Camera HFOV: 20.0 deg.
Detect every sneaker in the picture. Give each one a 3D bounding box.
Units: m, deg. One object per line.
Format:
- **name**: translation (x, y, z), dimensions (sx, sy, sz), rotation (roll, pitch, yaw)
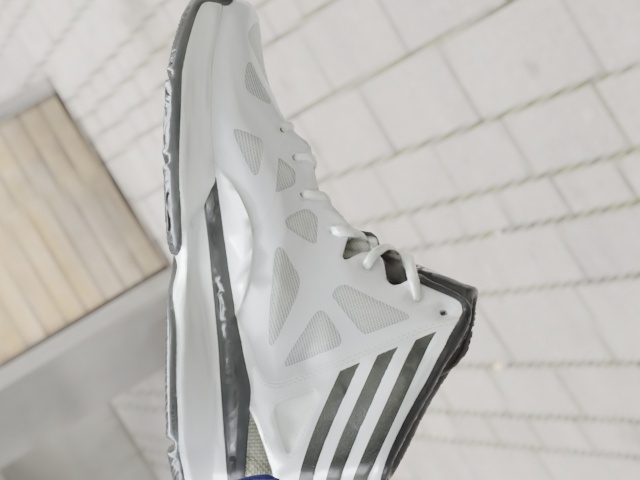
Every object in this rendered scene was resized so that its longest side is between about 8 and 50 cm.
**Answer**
- **sneaker**: translation (0.000, 0.001, 1.537), dimensions (0.169, 0.258, 0.447), rotation (88, 180, -75)

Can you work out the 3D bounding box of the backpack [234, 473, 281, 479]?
- **backpack**: translation (-0.015, 0.285, 1.228), dimensions (0.213, 0.263, 0.276), rotation (41, 115, 32)
